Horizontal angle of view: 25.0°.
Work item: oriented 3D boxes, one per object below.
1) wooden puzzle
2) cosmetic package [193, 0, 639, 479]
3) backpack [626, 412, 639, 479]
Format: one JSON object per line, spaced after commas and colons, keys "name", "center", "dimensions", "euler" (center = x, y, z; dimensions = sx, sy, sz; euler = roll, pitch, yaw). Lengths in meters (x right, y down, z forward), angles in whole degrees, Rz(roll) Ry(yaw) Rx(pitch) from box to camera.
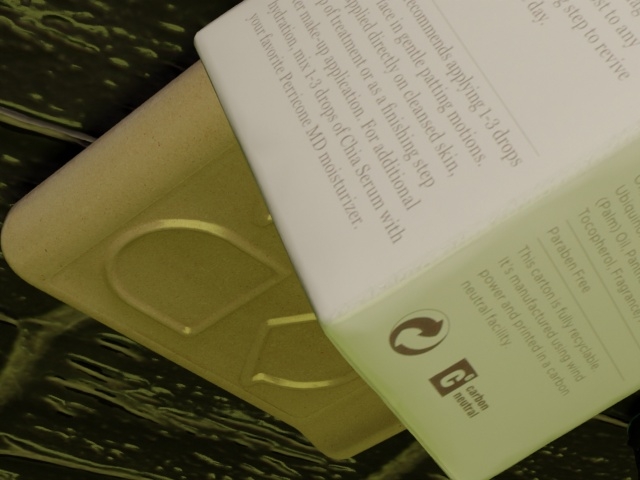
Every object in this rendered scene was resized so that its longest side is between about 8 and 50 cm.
{"name": "wooden puzzle", "center": [0.000, 0.000, 1.033], "dimensions": [0.322, 0.080, 0.348], "euler": [-33, 126, 32]}
{"name": "cosmetic package", "center": [0.189, -0.110, 0.681], "dimensions": [0.453, 0.230, 0.161], "euler": [-32, 134, 7]}
{"name": "backpack", "center": [0.378, 0.193, 1.209], "dimensions": [0.188, 0.144, 0.166], "euler": [21, 130, -27]}
